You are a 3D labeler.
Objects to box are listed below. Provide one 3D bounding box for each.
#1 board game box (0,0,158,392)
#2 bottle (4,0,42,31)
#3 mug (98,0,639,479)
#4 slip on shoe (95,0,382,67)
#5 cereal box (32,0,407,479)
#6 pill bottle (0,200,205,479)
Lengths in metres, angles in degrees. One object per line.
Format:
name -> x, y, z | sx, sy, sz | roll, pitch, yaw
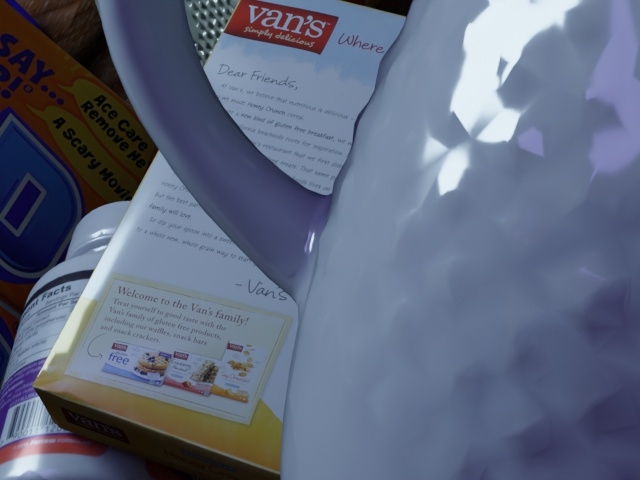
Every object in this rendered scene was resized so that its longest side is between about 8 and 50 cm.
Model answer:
board game box -> -0.384, 0.013, 1.066 | 0.356, 0.356, 0.356 | -18, 43, 42
bottle -> -0.351, -0.098, 1.391 | 0.283, 0.118, 0.092 | -47, -8, 7
mug -> 0.111, -0.041, 0.480 | 0.328, 0.374, 0.276 | -55, -8, 5
slip on shoe -> -0.063, -0.157, 1.104 | 0.101, 0.123, 0.331 | -25, 15, -24
cereal box -> 0.000, 0.000, 0.796 | 0.173, 0.047, 0.240 | 17, 63, 18
pill bottle -> -0.104, 0.074, 0.875 | 0.108, 0.108, 0.193 | -29, 35, 32
